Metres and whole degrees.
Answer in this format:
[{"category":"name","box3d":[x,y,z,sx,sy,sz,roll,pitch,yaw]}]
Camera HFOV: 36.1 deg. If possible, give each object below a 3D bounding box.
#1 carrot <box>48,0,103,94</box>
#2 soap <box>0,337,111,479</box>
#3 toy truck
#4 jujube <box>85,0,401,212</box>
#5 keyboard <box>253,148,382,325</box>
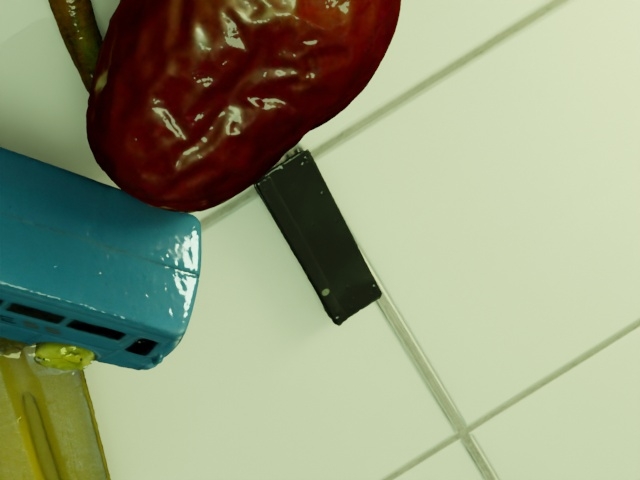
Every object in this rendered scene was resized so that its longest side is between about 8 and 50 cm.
[{"category":"carrot","box3d":[-0.222,-0.207,0.895,0.042,0.042,0.171,-19,127,-8]},{"category":"soap","box3d":[-0.340,0.226,1.078,0.199,0.091,0.315,-14,122,-12]},{"category":"toy truck","box3d":[-0.292,0.009,0.890,0.384,0.161,0.162,21,151,-30]},{"category":"jujube","box3d":[-0.073,-0.172,0.872,0.223,0.223,0.318,30,109,-31]},{"category":"keyboard","box3d":[0.000,0.000,1.108,0.072,0.023,0.231,-34,125,-7]}]
